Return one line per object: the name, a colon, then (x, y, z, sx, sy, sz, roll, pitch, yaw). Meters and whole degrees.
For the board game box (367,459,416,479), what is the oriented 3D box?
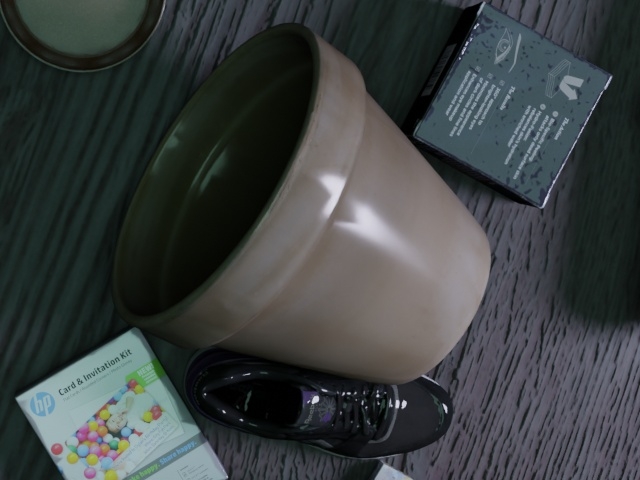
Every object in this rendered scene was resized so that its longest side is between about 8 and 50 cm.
board game box: (0.069, 0.324, 1.782, 0.103, 0.026, 0.154, 30, 89, -9)

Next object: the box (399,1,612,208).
box: (0.188, -0.138, 1.738, 0.158, 0.093, 0.156, 29, 89, -9)

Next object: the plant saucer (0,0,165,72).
plant saucer: (-0.240, -0.253, 1.696, 0.168, 0.029, 0.168, -1, 95, -9)

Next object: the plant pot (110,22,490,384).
plant pot: (0.000, 0.000, 1.634, 0.280, 0.323, 0.323, 32, 88, -26)

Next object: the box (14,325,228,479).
box: (-0.203, 0.200, 1.727, 0.145, 0.038, 0.186, -30, 97, -6)

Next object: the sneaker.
sneaker: (0.003, 0.175, 1.713, 0.283, 0.124, 0.107, 7, 93, -10)
